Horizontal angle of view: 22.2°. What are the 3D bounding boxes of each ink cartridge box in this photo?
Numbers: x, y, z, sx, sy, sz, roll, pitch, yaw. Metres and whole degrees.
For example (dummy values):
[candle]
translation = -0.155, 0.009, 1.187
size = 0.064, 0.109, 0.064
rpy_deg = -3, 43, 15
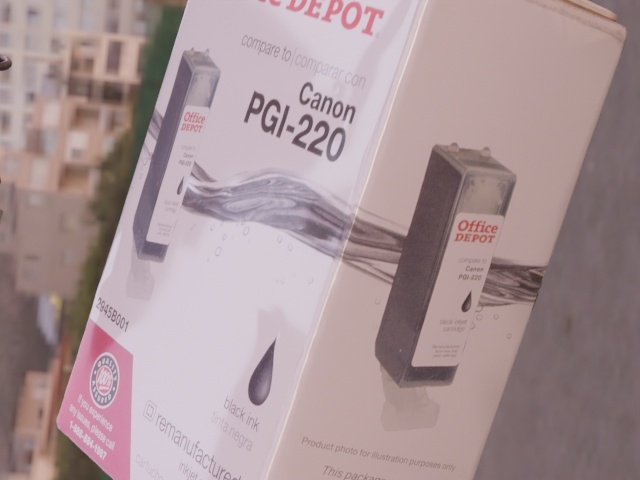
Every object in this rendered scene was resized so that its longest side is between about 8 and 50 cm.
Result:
[ink cartridge box]
translation = 0.000, 0.000, 0.590
size = 0.158, 0.092, 0.217
rpy_deg = 27, 99, 56

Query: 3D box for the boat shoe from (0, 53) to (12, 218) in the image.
[boat shoe]
translation = -0.300, -0.103, 1.083
size = 0.500, 0.187, 0.156
rpy_deg = 100, -173, -79
